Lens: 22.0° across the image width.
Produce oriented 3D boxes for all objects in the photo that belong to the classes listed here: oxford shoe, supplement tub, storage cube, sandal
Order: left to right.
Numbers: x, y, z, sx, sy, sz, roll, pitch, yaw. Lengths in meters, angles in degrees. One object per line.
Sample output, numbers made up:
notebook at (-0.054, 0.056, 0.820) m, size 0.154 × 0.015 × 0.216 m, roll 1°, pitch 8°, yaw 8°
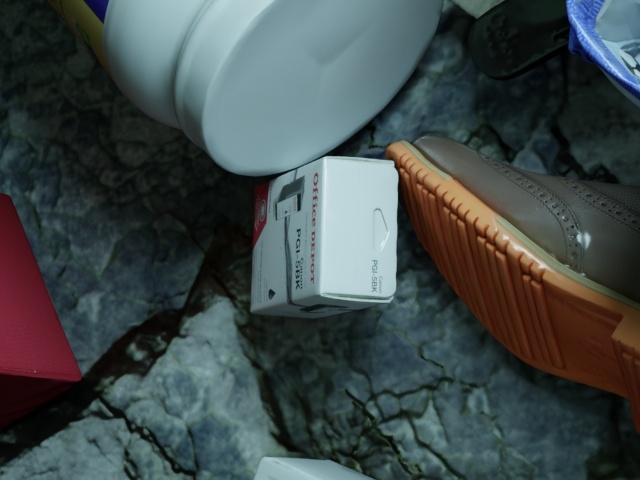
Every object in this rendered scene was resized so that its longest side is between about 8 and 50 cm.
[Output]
storage cube at (-0.340, 0.067, 1.309) m, size 0.183 × 0.193 × 0.215 m, roll -35°, pitch 65°, yaw 21°
supplement tub at (-0.091, -0.230, 1.183) m, size 0.241 × 0.241 × 0.331 m, roll -49°, pitch 62°, yaw 15°
sandal at (0.175, -0.164, 1.079) m, size 0.179 × 0.040 × 0.067 m, roll -31°, pitch 68°, yaw 16°
oxford shoe at (0.188, 0.018, 1.073) m, size 0.132 × 0.130 × 0.363 m, roll -39°, pitch 52°, yaw -17°

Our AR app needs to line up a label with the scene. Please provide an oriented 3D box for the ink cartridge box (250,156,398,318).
ink cartridge box at (0.000, 0.000, 1.160) m, size 0.135 × 0.056 × 0.099 m, roll 161°, pitch 113°, yaw -66°

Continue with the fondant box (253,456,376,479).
fondant box at (0.027, 0.339, 1.106) m, size 0.238 × 0.096 × 0.330 m, roll 19°, pitch 91°, yaw 31°

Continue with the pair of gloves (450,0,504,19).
pair of gloves at (0.217, -0.211, 1.117) m, size 0.240 × 0.042 × 0.204 m, roll 27°, pitch 91°, yaw 26°

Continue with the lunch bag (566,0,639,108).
lunch bag at (0.349, -0.072, 0.846) m, size 0.385 × 0.328 × 0.239 m, roll 11°, pitch 85°, yaw 29°
